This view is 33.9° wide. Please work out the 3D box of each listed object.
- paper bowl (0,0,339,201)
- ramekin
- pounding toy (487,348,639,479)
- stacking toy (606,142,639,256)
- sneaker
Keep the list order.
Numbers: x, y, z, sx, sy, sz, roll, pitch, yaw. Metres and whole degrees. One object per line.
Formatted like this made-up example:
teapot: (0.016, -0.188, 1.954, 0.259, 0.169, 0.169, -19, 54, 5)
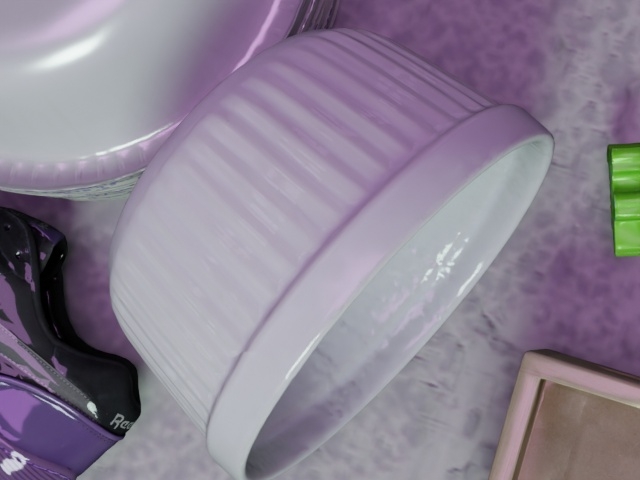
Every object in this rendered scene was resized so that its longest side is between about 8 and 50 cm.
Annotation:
paper bowl: (-0.135, -0.163, 0.533, 0.284, 0.148, 0.284, 0, 90, 9)
ramekin: (0.000, 0.000, 0.484, 0.109, 0.207, 0.207, 42, 95, 16)
pounding toy: (0.158, 0.136, 0.517, 0.141, 0.100, 0.130, 16, 91, 19)
stacking toy: (0.228, -0.105, 0.527, 0.167, 0.052, 0.221, -2, 91, 10)
sneaker: (-0.207, 0.008, 0.572, 0.124, 0.107, 0.283, -37, 92, -1)
